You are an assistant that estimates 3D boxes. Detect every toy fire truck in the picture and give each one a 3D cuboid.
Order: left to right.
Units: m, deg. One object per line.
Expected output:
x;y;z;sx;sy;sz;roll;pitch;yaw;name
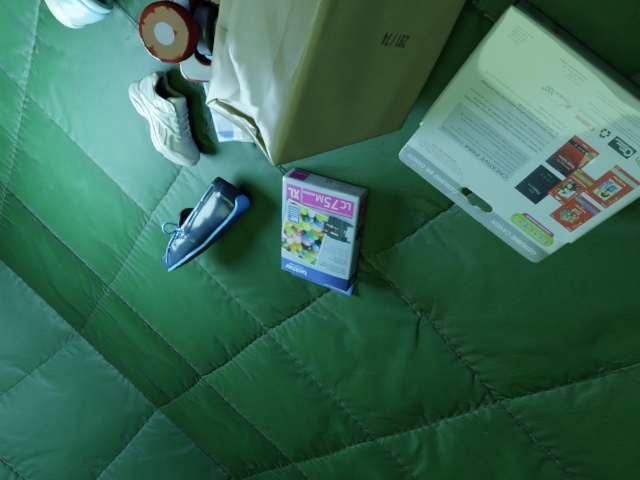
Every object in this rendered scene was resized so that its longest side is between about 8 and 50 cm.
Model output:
-0.174;-0.435;0.763;0.254;0.169;0.301;7;121;9;toy fire truck

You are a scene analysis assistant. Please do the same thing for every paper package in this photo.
0.035;-0.295;0.611;0.168;0.325;0.309;43;134;22;paper package

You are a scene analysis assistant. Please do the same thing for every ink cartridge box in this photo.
0.000;0.000;1.014;0.186;0.065;0.310;18;129;19;ink cartridge box
0.328;-0.158;0.675;0.310;0.130;0.271;40;133;2;ink cartridge box

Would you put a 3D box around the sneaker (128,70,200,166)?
-0.347;-0.285;1.007;0.115;0.090;0.232;-20;110;34;sneaker

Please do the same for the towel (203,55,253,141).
-0.127;-0.305;0.903;0.285;0.034;0.209;7;122;26;towel

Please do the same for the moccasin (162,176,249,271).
-0.319;-0.044;1.139;0.342;0.138;0.116;-38;93;26;moccasin

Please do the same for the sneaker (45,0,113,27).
-0.525;-0.636;0.862;0.150;0.135;0.365;0;129;21;sneaker
